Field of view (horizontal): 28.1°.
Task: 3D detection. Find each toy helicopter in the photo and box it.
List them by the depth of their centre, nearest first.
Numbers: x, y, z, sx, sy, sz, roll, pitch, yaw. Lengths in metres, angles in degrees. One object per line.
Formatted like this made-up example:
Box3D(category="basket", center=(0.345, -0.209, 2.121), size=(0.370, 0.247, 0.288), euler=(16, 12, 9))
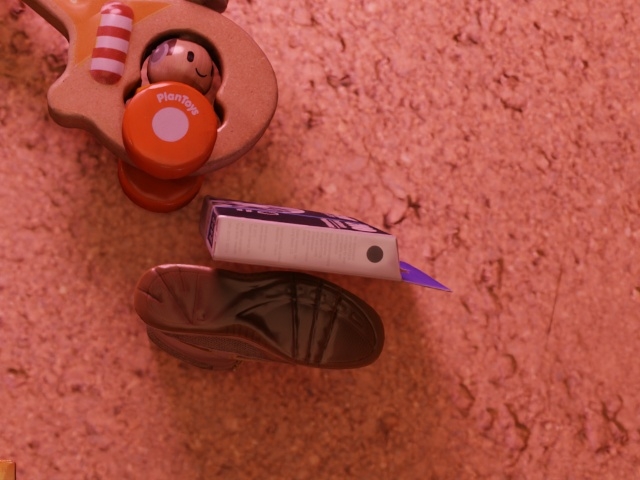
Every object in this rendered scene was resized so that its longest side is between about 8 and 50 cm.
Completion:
Box3D(category="toy helicopter", center=(-0.190, -0.211, 1.192), size=(0.355, 0.140, 0.235), euler=(38, 72, 1))

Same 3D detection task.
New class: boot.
Box3D(category="boot", center=(-0.055, 0.079, 1.137), size=(0.213, 0.165, 0.077), euler=(10, 74, -2))

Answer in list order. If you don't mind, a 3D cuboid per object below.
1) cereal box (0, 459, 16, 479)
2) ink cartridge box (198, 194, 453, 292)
Box3D(category="cereal box", center=(-0.348, 0.311, 1.092), size=(0.173, 0.047, 0.240), euler=(-1, 78, -12))
Box3D(category="ink cartridge box", center=(0.000, 0.000, 1.146), size=(0.208, 0.206, 0.045), euler=(9, 95, -10))
